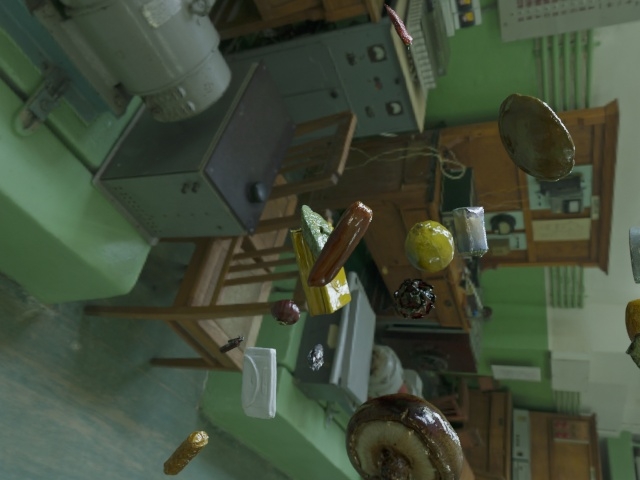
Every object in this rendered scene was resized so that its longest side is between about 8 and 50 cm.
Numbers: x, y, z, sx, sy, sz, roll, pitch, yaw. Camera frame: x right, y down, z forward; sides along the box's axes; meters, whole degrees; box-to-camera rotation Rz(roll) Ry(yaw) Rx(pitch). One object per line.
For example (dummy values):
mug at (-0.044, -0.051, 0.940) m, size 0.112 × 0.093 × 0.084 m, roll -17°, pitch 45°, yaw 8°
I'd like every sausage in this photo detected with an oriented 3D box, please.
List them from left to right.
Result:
sausage at (0.054, 0.020, 1.498) m, size 0.300 × 0.083 × 0.089 m, roll -60°, pitch 174°, yaw 18°

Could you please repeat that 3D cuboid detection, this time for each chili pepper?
chili pepper at (0.251, -0.689, 1.666) m, size 0.045 × 0.027 × 0.178 m, roll -11°, pitch 71°, yaw -54°

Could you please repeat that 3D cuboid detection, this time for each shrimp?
shrimp at (-0.017, 0.401, 1.762) m, size 0.165 × 0.056 × 0.065 m, roll -56°, pitch 162°, yaw -68°

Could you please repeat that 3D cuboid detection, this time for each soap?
soap at (0.005, 0.097, 1.910) m, size 0.204 × 0.096 × 0.325 m, roll -21°, pitch 98°, yaw -63°

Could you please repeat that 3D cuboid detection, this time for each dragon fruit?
dragon fruit at (0.394, 0.245, 2.180) m, size 0.188 × 0.182 × 0.183 m, roll -25°, pitch 110°, yaw -79°

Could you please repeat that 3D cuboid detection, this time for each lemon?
lemon at (0.456, 0.026, 2.181) m, size 0.260 × 0.204 × 0.204 m, roll 59°, pitch 36°, yaw -36°

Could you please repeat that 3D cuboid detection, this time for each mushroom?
mushroom at (0.203, 0.518, 1.287) m, size 0.163 × 0.296 × 0.279 m, roll 14°, pitch 85°, yaw -60°

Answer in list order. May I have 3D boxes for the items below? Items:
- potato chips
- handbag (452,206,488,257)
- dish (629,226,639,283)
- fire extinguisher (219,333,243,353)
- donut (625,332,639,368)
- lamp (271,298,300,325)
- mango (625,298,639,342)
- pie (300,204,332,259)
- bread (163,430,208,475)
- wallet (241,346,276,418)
potato chips at (0.438, -0.204, 1.094) m, size 0.061 × 0.195 × 0.208 m, roll -34°, pitch 128°, yaw -12°
handbag at (0.499, -0.024, 1.711) m, size 0.117 × 0.095 × 0.173 m, roll -6°, pitch 89°, yaw -40°
dish at (1.342, 0.056, 2.120) m, size 0.256 × 0.117 × 0.257 m, roll 12°, pitch 75°, yaw -51°
fire extinguisher at (-0.282, 0.334, 1.700) m, size 0.032 × 0.100 × 0.046 m, roll 62°, pitch 18°, yaw 3°
donut at (0.824, 0.174, 1.114) m, size 0.345 × 0.259 × 0.136 m, roll 63°, pitch 6°, yaw -49°
lamp at (-0.117, 0.242, 1.748) m, size 0.101 × 0.101 × 0.090 m, roll 63°, pitch 39°, yaw -43°
mango at (1.019, 0.284, 1.541) m, size 0.138 × 0.257 × 0.187 m, roll 6°, pitch 117°, yaw -53°
pie at (0.000, 0.000, 1.688) m, size 0.201 × 0.089 × 0.248 m, roll 72°, pitch -7°, yaw -57°
bread at (-0.328, 0.516, 1.260) m, size 0.052 × 0.157 × 0.044 m, roll 15°, pitch 34°, yaw -48°
wallet at (-0.166, 0.378, 1.387) m, size 0.031 × 0.124 × 0.183 m, roll 14°, pitch 73°, yaw -48°
